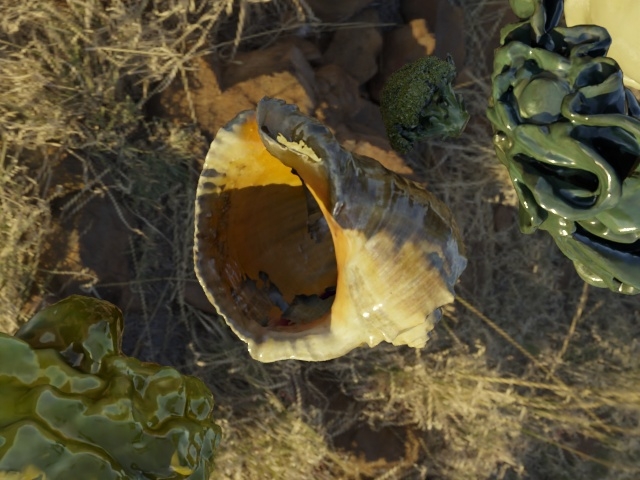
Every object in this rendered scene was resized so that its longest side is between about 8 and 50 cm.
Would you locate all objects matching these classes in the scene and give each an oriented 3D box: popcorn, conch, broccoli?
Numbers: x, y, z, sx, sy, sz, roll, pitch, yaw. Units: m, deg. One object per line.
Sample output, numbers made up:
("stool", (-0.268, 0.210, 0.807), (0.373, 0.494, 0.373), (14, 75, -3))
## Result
("popcorn", (-0.211, 0.160, 0.572), (0.252, 0.206, 0.236), (34, 47, -12))
("conch", (0.002, 0.003, 0.921), (0.297, 0.210, 0.352), (-35, 80, -1))
("broccoli", (0.138, -0.178, 0.984), (0.131, 0.120, 0.130), (-42, 160, -54))

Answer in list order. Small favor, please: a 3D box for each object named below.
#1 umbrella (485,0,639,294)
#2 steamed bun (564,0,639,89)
("umbrella", (0.188, -0.032, 0.505), (0.349, 0.094, 0.143), (35, 46, -59))
("steamed bun", (0.439, -0.347, 0.880), (0.367, 0.255, 0.342), (-51, 153, -13))
